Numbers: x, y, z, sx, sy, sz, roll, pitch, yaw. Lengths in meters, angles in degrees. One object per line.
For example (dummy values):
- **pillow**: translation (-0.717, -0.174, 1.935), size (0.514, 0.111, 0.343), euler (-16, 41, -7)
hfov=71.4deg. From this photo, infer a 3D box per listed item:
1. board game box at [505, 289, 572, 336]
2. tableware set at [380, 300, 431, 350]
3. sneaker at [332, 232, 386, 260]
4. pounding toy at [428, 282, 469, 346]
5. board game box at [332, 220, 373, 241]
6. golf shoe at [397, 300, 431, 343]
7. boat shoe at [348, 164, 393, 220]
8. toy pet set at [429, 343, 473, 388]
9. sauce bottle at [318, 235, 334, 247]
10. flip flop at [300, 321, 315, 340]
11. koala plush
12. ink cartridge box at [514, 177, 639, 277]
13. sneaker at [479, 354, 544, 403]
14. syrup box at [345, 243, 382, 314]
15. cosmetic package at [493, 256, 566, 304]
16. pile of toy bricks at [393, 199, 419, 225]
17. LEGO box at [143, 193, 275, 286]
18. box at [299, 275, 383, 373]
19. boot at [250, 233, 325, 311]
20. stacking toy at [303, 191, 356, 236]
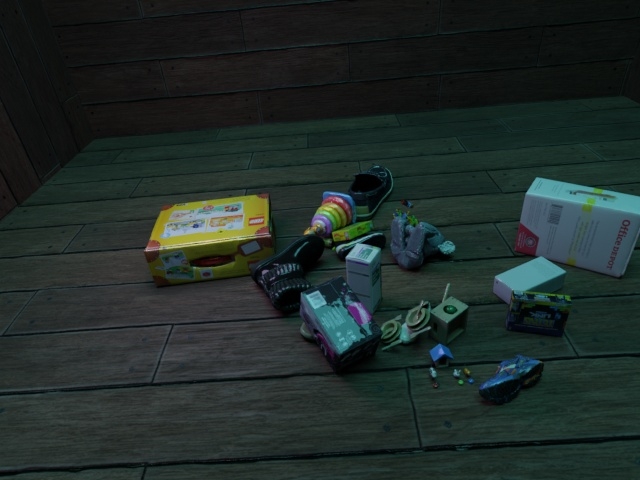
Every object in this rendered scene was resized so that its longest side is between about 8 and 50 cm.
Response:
- **board game box**: translation (0.700, 0.236, 1.438), size (0.171, 0.140, 0.048), euler (4, 33, 15)
- **tableware set**: translation (0.265, 0.270, 1.450), size (0.194, 0.039, 0.128), euler (-33, 24, 27)
- **sneaker**: translation (0.165, 0.008, 1.909), size (0.235, 0.084, 0.097), euler (-16, 33, -16)
- **pounding toy**: translation (0.417, 0.243, 1.468), size (0.130, 0.141, 0.100), euler (-27, 39, -29)
- **board game box**: translation (0.144, -0.043, 1.957), size (0.092, 0.043, 0.181), euler (-7, 10, 41)
- **golf shoe**: translation (0.315, 0.269, 1.495), size (0.069, 0.085, 0.176), euler (22, 44, 32)
- **boat shoe**: translation (0.255, -0.283, 2.271), size (0.187, 0.155, 0.500), euler (7, 34, 21)
- **toy pet set**: translation (0.386, 0.374, 1.344), size (0.122, 0.065, 0.114), euler (-7, 34, -3)
- **sauce bottle**: translation (0.000, 0.000, 1.982), size (0.128, 0.042, 0.042), euler (15, 39, 27)
- **flip flop**: translation (0.009, 0.239, 1.587), size (0.112, 0.080, 0.277), euler (11, 37, 23)
- **koala plush**: translation (0.420, 0.011, 1.820), size (0.222, 0.203, 0.196), euler (-3, 15, -36)
- **ink cartridge box**: translation (0.987, -0.055, 1.712), size (0.385, 0.279, 0.160), euler (18, 40, 30)
- **sneaker**: translation (0.541, 0.398, 1.290), size (0.222, 0.083, 0.087), euler (-15, 21, -24)
- **syrup box**: translation (0.157, 0.137, 1.578), size (0.097, 0.236, 0.093), euler (13, 37, 25)
- **cosmetic package**: translation (0.755, 0.151, 1.612), size (0.231, 0.085, 0.117), euler (-20, 36, -17)
- **pile of toy bricks**: translation (0.405, -0.099, 2.035), size (0.105, 0.118, 0.212), euler (27, 24, -9)
- **LEGO box**: translation (-0.450, -0.014, 1.931), size (0.501, 0.193, 0.372), euler (-7, 34, -2)
- **box**: translation (0.057, 0.268, 1.431), size (0.164, 0.142, 0.247), euler (-21, 54, -22)
- **boot**: translation (-0.077, 0.123, 1.723), size (0.348, 0.131, 0.260), euler (-33, 34, -18)
- **stacking toy**: translation (0.020, -0.082, 1.968), size (0.166, 0.175, 0.302), euler (14, 35, 30)
